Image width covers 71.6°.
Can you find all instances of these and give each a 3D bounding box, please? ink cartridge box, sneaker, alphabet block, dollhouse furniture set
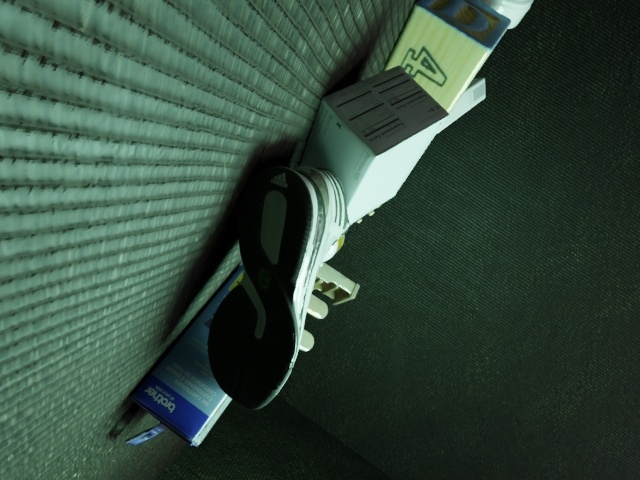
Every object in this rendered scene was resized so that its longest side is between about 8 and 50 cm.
[{"bbox_3d":[-0.239,0.282,0.962,0.395,0.151,0.270,-55,175,-29],"label":"ink cartridge box"},{"bbox_3d":[-0.044,0.080,0.809,0.257,0.169,0.448,-24,135,-60],"label":"sneaker"},{"bbox_3d":[0.289,-0.446,1.042,0.192,0.193,0.197,-50,173,-36],"label":"alphabet block"},{"bbox_3d":[0.283,-0.383,1.260,0.296,0.261,0.066,-38,126,-37],"label":"ink cartridge box"},{"bbox_3d":[-0.055,0.294,1.778,0.362,0.256,0.394,-35,-156,59],"label":"dollhouse furniture set"}]

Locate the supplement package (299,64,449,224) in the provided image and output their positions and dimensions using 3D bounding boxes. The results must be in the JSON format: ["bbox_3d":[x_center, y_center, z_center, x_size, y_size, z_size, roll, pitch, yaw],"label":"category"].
[{"bbox_3d":[0.087,-0.170,0.877,0.204,0.145,0.262,-33,164,-29],"label":"supplement package"}]

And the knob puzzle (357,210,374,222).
[{"bbox_3d":[0.146,-0.090,1.480,0.213,0.030,0.213,-39,-176,3],"label":"knob puzzle"}]

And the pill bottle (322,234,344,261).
[{"bbox_3d":[0.000,0.000,1.525,0.136,0.136,0.245,-57,175,13],"label":"pill bottle"}]

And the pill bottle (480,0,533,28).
[{"bbox_3d":[0.478,-0.704,0.984,0.224,0.224,0.392,-52,174,-38],"label":"pill bottle"}]
